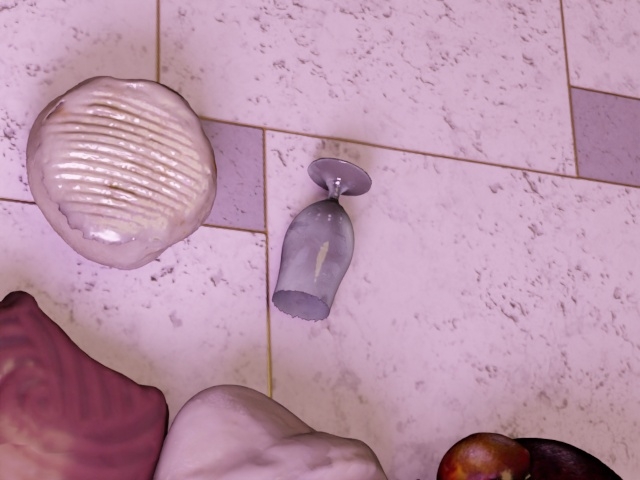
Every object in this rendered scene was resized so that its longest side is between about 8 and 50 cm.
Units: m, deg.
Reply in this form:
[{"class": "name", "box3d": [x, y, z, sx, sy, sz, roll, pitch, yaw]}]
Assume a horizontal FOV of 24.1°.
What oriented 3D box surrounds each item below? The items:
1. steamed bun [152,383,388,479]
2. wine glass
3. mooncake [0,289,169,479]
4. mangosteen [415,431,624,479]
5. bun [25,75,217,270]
[{"class": "steamed bun", "box3d": [-0.042, 0.370, 1.622, 0.342, 0.255, 0.367, 45, 63, -40]}, {"class": "wine glass", "box3d": [0.000, 0.000, 1.926, 0.093, 0.093, 0.202, 27, 62, -15]}, {"class": "mooncake", "box3d": [-0.323, 0.211, 1.642, 0.334, 0.174, 0.325, -16, 77, -29]}, {"class": "mangosteen", "box3d": [0.227, 0.370, 1.766, 0.347, 0.307, 0.306, 32, 57, -40]}, {"class": "bun", "box3d": [-0.240, -0.084, 1.810, 0.239, 0.141, 0.239, 6, 70, -18]}]
